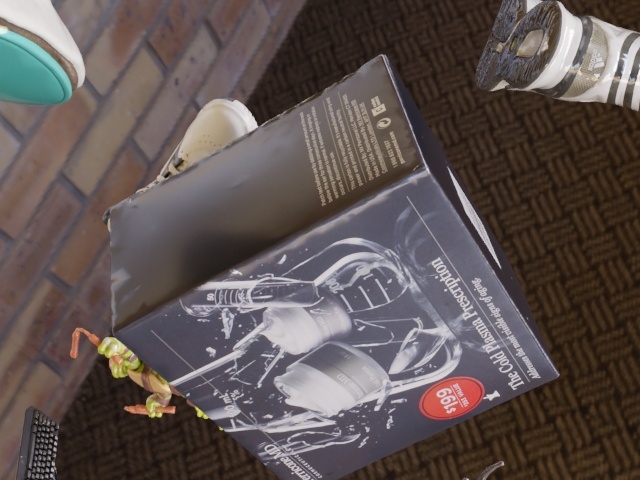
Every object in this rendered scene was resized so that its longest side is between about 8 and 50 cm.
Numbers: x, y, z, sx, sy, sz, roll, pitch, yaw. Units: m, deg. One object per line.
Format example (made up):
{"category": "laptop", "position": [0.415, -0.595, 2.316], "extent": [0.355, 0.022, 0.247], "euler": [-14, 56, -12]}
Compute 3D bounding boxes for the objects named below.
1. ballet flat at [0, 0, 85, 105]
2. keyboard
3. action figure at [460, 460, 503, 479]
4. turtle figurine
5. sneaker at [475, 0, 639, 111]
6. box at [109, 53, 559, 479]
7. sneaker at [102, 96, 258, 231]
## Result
{"category": "ballet flat", "position": [-0.293, -0.195, 0.701], "extent": [0.139, 0.400, 0.139], "euler": [-1, 87, 18]}
{"category": "keyboard", "position": [-0.404, 0.341, 1.411], "extent": [0.023, 0.108, 0.180], "euler": [-13, 51, 12]}
{"category": "action figure", "position": [0.165, 0.366, 1.077], "extent": [0.164, 0.276, 0.141], "euler": [-18, 15, -35]}
{"category": "turtle figurine", "position": [-0.222, 0.201, 1.389], "extent": [0.217, 0.269, 0.087], "euler": [16, 59, 26]}
{"category": "sneaker", "position": [0.400, -0.266, 1.493], "extent": [0.257, 0.447, 0.169], "euler": [18, 105, -7]}
{"category": "box", "position": [0.018, 0.054, 0.966], "extent": [0.312, 0.343, 0.179], "euler": [-28, 42, 14]}
{"category": "sneaker", "position": [-0.158, -0.042, 1.056], "extent": [0.094, 0.235, 0.153], "euler": [43, 40, -1]}
